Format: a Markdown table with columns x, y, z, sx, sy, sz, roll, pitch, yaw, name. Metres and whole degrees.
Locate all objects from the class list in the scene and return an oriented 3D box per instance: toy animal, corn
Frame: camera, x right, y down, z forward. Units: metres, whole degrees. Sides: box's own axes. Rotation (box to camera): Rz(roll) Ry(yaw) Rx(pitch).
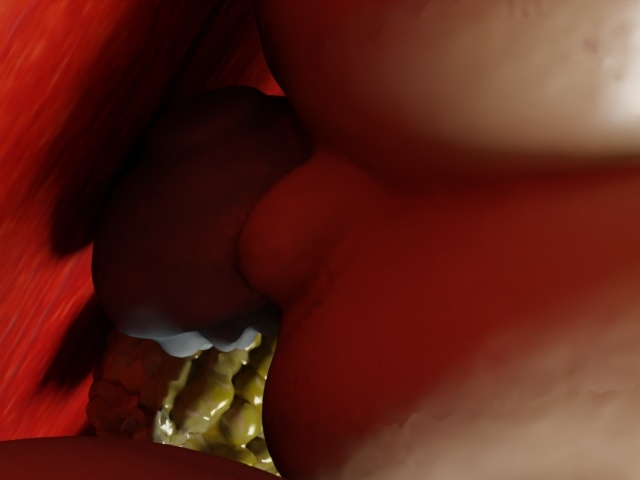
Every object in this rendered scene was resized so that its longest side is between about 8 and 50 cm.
| x | y | z | sx | sy | sz | roll | pitch | yaw | name |
| --- | --- | --- | --- | --- | --- | --- | --- | --- | --- |
| 0.068 | -0.024 | 0.500 | 0.221 | 0.229 | 0.210 | -62 | 175 | 17 | toy animal |
| 0.000 | 0.000 | 0.670 | 0.288 | 0.086 | 0.086 | -51 | 169 | -41 | corn |

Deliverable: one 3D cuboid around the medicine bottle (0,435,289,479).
| x | y | z | sx | sy | sz | roll | pitch | yaw | name |
| --- | --- | --- | --- | --- | --- | --- | --- | --- | --- |
| -0.074 | 0.194 | 0.445 | 0.245 | 0.245 | 0.306 | -53 | 180 | -21 | medicine bottle |
